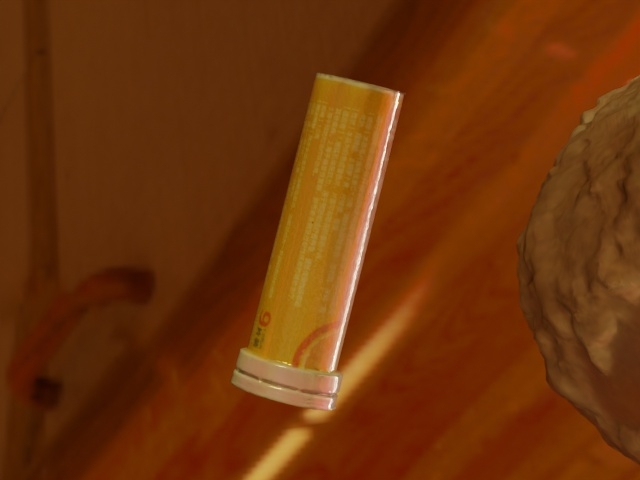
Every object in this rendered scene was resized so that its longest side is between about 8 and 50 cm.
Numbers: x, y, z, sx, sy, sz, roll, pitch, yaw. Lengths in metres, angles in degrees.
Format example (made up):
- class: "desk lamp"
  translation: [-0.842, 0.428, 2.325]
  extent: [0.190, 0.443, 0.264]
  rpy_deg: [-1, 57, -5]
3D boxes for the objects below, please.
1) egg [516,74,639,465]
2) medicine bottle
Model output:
- class: "egg"
  translation: [0.254, 0.014, 0.951]
  extent: [0.310, 0.279, 0.279]
  rpy_deg: [-6, 145, -23]
- class: "medicine bottle"
  translation: [0.000, 0.000, 1.213]
  extent: [0.074, 0.218, 0.074]
  rpy_deg: [14, -177, -1]
